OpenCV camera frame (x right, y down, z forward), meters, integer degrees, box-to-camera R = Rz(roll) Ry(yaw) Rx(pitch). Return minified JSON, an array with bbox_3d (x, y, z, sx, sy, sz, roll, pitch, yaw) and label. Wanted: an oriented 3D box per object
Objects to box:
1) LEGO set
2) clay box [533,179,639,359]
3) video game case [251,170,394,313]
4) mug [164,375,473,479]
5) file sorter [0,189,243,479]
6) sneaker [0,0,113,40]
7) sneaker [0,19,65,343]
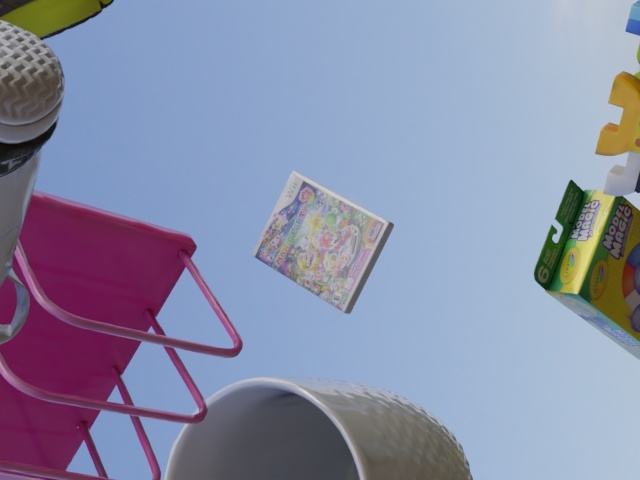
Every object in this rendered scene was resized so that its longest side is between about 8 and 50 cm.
[{"bbox_3d":[0.253,-0.110,0.797,0.087,0.093,0.227,-36,-39,-51],"label":"LEGO set"},{"bbox_3d":[0.334,0.036,1.317,0.222,0.053,0.128,33,-106,-36],"label":"clay box"},{"bbox_3d":[0.000,0.000,1.040,0.011,0.122,0.087,20,-82,-52],"label":"video game case"},{"bbox_3d":[-0.011,0.291,1.396,0.328,0.374,0.276,11,-91,-55],"label":"mug"},{"bbox_3d":[-0.226,0.136,0.982,0.202,0.291,0.182,18,-157,-38],"label":"file sorter"},{"bbox_3d":[-0.352,-0.223,1.122,0.300,0.111,0.121,-31,-66,-24],"label":"sneaker"},{"bbox_3d":[-0.328,-0.016,0.645,0.137,0.365,0.210,-120,34,-54],"label":"sneaker"}]
